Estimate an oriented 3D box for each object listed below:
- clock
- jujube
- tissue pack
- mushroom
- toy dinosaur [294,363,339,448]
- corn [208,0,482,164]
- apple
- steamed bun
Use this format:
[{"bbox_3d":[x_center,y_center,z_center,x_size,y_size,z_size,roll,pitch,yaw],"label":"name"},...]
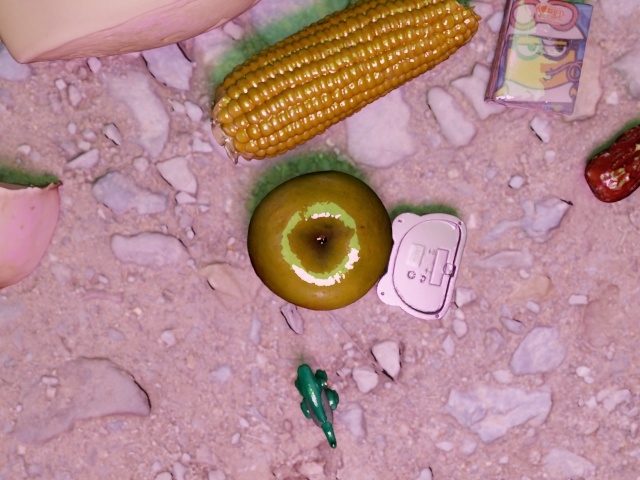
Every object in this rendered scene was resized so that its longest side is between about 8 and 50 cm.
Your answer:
[{"bbox_3d":[0.141,0.030,1.350,0.110,0.050,0.152,13,96,-4],"label":"clock"},{"bbox_3d":[0.429,-0.110,1.338,0.129,0.077,0.077,-45,96,-8],"label":"jujube"},{"bbox_3d":[0.301,-0.257,1.316,0.116,0.065,0.155,10,97,-4],"label":"tissue pack"},{"bbox_3d":[-0.487,-0.007,1.266,0.236,0.162,0.173,8,95,-1],"label":"mushroom"},{"bbox_3d":[-0.004,0.232,1.346,0.059,0.096,0.132,-21,94,1],"label":"toy dinosaur"},{"bbox_3d":[0.025,-0.236,1.274,0.387,0.144,0.144,-32,97,-1],"label":"corn"},{"bbox_3d":[0.000,0.000,1.288,0.197,0.157,0.196,0,96,-3],"label":"apple"},{"bbox_3d":[-0.230,-0.425,1.155,0.456,0.290,0.371,-27,97,-5],"label":"steamed bun"}]
